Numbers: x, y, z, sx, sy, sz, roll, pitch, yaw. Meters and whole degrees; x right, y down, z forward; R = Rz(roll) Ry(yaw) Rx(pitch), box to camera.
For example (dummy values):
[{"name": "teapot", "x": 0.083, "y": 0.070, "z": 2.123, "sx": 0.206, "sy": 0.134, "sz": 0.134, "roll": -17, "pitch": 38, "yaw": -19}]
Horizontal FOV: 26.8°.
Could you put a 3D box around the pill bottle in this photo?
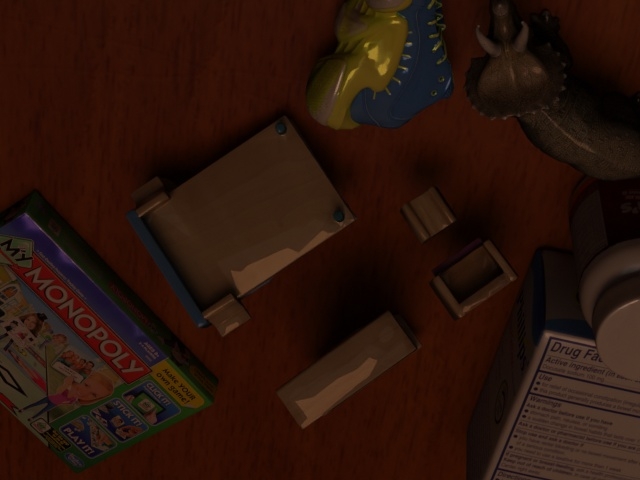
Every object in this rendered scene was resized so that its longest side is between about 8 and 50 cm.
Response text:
[{"name": "pill bottle", "x": 0.306, "y": 0.026, "z": 1.288, "sx": 0.121, "sy": 0.221, "sz": 0.121, "roll": 2, "pitch": 125, "yaw": 3}]

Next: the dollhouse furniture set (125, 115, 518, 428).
[{"name": "dollhouse furniture set", "x": 0.000, "y": 0.000, "z": 1.397, "sx": 0.286, "sy": 0.198, "sz": 0.303, "roll": -35, "pitch": 84, "yaw": 3}]

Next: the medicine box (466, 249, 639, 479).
[{"name": "medicine box", "x": 0.319, "y": 0.185, "z": 1.442, "sx": 0.264, "sy": 0.149, "sz": 0.289, "roll": 13, "pitch": 125, "yaw": -4}]

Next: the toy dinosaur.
[{"name": "toy dinosaur", "x": 0.236, "y": -0.113, "z": 1.235, "sx": 0.313, "sy": 0.160, "sz": 0.121, "roll": 37, "pitch": 120, "yaw": -18}]

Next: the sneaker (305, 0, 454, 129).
[{"name": "sneaker", "x": 0.083, "y": -0.202, "z": 1.248, "sx": 0.126, "sy": 0.091, "sz": 0.240, "roll": 13, "pitch": 127, "yaw": -26}]

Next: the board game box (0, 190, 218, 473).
[{"name": "board game box", "x": -0.297, "y": 0.113, "z": 1.514, "sx": 0.213, "sy": 0.046, "sz": 0.317, "roll": -29, "pitch": 118, "yaw": 24}]
